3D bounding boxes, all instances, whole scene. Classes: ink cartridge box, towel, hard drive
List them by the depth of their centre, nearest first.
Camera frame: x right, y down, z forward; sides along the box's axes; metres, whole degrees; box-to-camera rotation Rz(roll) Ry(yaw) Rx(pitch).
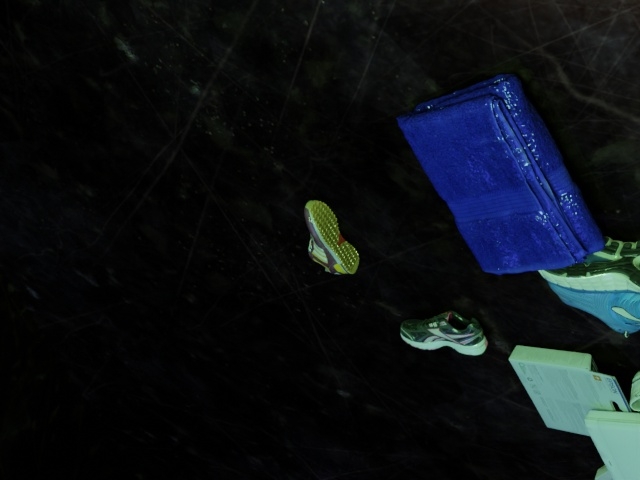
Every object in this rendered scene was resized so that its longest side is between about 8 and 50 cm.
[{"bbox_3d":[0.265,-0.084,1.270,0.228,0.076,0.308,-15,114,47],"label":"towel"},{"bbox_3d":[0.641,0.391,1.469,0.308,0.040,0.203,-9,117,50],"label":"hard drive"},{"bbox_3d":[0.501,0.297,1.605,0.224,0.045,0.223,4,137,46],"label":"ink cartridge box"}]

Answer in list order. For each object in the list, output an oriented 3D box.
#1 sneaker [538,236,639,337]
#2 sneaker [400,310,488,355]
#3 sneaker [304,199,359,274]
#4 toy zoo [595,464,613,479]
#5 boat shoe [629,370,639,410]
[{"bbox_3d":[0.505,0.073,1.289,0.330,0.129,0.147,12,149,41],"label":"sneaker"},{"bbox_3d":[0.245,0.171,1.670,0.178,0.072,0.077,3,124,26],"label":"sneaker"},{"bbox_3d":[0.000,0.000,1.642,0.084,0.069,0.185,-5,130,36],"label":"sneaker"},{"bbox_3d":[0.713,0.526,1.745,0.293,0.030,0.192,36,146,-5],"label":"toy zoo"},{"bbox_3d":[0.628,0.251,1.431,0.083,0.075,0.226,38,146,-7],"label":"boat shoe"}]
